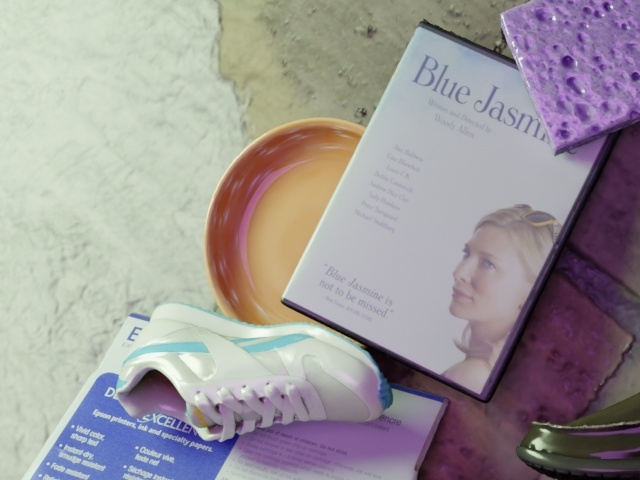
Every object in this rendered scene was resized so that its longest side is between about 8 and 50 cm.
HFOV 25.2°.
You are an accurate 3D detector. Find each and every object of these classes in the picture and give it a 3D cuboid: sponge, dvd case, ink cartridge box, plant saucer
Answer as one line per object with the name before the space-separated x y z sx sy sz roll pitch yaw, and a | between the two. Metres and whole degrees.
sponge | 0.253 -0.158 1.081 0.210 0.031 0.117 -22 77 6
dvd case | 0.104 -0.025 1.111 0.180 0.022 0.253 25 84 12
ink cartridge box | -0.089 0.222 1.126 0.303 0.072 0.307 14 50 22
plant saucer | 0.000 0.000 1.174 0.200 0.037 0.200 -2 83 21

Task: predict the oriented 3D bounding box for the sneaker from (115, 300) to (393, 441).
sneaker | -0.052 0.115 1.116 0.228 0.087 0.092 6 46 29

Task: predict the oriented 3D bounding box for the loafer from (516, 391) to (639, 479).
loafer | 0.253 0.139 1.045 0.220 0.080 0.078 -3 73 16
